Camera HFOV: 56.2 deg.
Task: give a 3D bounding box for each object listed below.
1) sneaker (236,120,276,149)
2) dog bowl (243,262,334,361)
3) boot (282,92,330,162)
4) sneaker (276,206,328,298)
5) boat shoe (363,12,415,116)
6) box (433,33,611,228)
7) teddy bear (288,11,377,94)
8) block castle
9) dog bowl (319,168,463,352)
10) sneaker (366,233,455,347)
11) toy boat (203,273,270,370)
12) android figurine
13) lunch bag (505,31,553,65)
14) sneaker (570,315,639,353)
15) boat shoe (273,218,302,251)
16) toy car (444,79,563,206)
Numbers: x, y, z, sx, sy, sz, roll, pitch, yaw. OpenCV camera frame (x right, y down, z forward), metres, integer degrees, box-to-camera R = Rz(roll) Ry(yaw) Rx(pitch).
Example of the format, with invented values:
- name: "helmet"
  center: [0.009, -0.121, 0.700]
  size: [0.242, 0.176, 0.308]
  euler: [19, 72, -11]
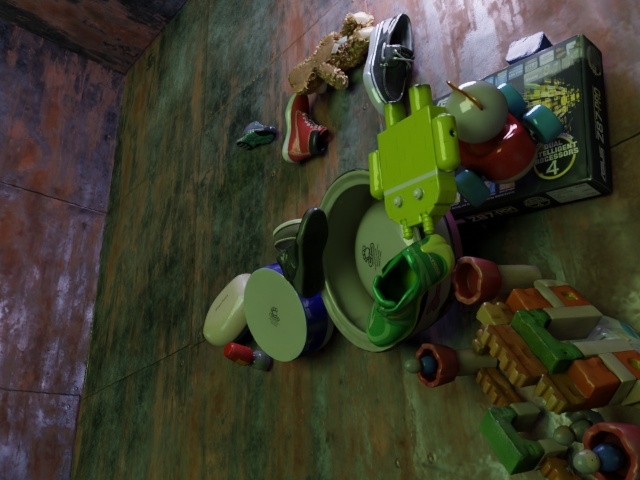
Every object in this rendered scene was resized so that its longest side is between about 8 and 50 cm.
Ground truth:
- name: "sneaker"
  center: [-0.231, -0.403, 2.180]
  size: [0.223, 0.083, 0.098]
  euler: [-7, 64, 50]
- name: "dog bowl"
  center: [-0.090, 0.189, 1.629]
  size: [0.264, 0.104, 0.265]
  euler: [15, 112, 42]
- name: "boot"
  center: [-0.030, -0.378, 1.922]
  size: [0.176, 0.088, 0.245]
  euler: [-9, 70, 44]
- name: "sneaker"
  center: [-0.050, 0.015, 1.453]
  size: [0.130, 0.087, 0.228]
  euler: [33, 127, 43]
- name: "boat shoe"
  center: [0.197, -0.497, 1.653]
  size: [0.119, 0.121, 0.335]
  euler: [-29, 51, 46]
- name: "box"
  center: [0.405, -0.211, 1.289]
  size: [0.394, 0.097, 0.319]
  euler: [-15, 62, 48]
- name: "teddy bear"
  center: [0.054, -0.575, 1.894]
  size: [0.338, 0.113, 0.245]
  euler: [-50, 50, 10]
- name: "block castle"
  center: [0.334, 0.259, 0.984]
  size: [0.453, 0.212, 0.303]
  euler: [-119, 37, -49]
- name: "dog bowl"
  center: [0.151, 0.038, 1.362]
  size: [0.408, 0.150, 0.408]
  euler: [15, 108, 56]
- name: "sneaker"
  center: [0.139, 0.098, 1.136]
  size: [0.109, 0.123, 0.296]
  euler: [59, 143, 33]
- name: "toy boat"
  center: [-0.246, 0.273, 1.865]
  size: [0.267, 0.148, 0.318]
  euler: [-48, 35, 19]
- name: "android figurine"
  center: [0.172, -0.140, 1.115]
  size: [0.248, 0.056, 0.273]
  euler: [-17, 75, 60]
- name: "lunch bag"
  center: [0.469, -0.408, 1.324]
  size: [0.098, 0.065, 0.067]
  euler: [-3, 57, 52]
- name: "sneaker"
  center: [0.499, 0.188, 0.997]
  size: [0.228, 0.092, 0.088]
  euler: [41, 108, 52]
- name: "boat shoe"
  center: [0.000, 0.000, 1.644]
  size: [0.324, 0.116, 0.097]
  euler: [-8, 62, 30]
- name: "toy car"
  center: [0.289, -0.231, 1.125]
  size: [0.219, 0.238, 0.210]
  euler: [-41, 43, 6]
